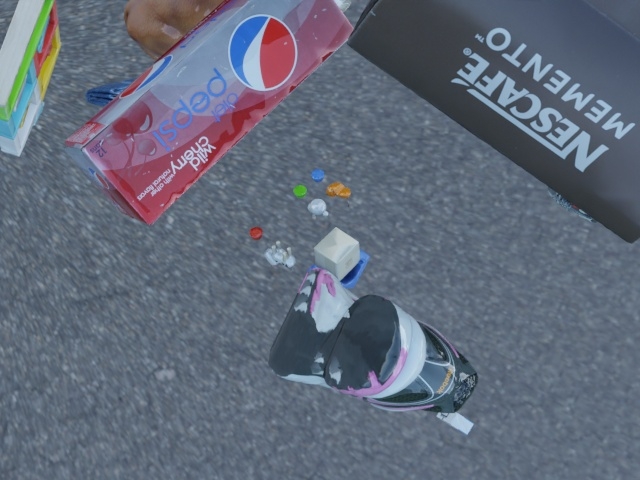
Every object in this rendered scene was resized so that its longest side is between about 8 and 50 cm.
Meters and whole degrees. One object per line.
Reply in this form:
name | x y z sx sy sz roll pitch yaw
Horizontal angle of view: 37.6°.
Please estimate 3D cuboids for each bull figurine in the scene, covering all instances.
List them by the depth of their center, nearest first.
bull figurine | -0.090 -0.274 1.033 0.188 0.310 0.101 45 47 -20

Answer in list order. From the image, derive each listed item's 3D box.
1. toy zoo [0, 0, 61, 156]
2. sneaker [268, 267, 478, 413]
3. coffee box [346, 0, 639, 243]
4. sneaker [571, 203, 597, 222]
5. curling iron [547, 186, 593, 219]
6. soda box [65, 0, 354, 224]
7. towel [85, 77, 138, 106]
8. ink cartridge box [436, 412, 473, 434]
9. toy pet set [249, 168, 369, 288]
toy zoo | -0.415 -0.235 1.326 0.030 0.293 0.192 18 77 -10
sneaker | 0.028 0.069 0.553 0.077 0.178 0.072 29 88 -20
coffee box | 0.144 -0.163 0.489 0.168 0.119 0.297 35 42 -9
sneaker | 0.386 -0.161 1.276 0.107 0.118 0.279 -5 123 -31
curling iron | 0.317 -0.077 1.043 0.274 0.068 0.035 -30 149 -56
soda box | -0.098 -0.136 0.839 0.263 0.083 0.092 -45 115 -14
towel | -0.320 -0.244 1.531 0.119 0.067 0.029 -27 123 -49
ink cartridge box | 0.277 0.373 1.961 0.048 0.083 0.028 35 83 -17
toy pet set | 0.000 0.000 1.077 0.122 0.114 0.065 -43 152 -24
